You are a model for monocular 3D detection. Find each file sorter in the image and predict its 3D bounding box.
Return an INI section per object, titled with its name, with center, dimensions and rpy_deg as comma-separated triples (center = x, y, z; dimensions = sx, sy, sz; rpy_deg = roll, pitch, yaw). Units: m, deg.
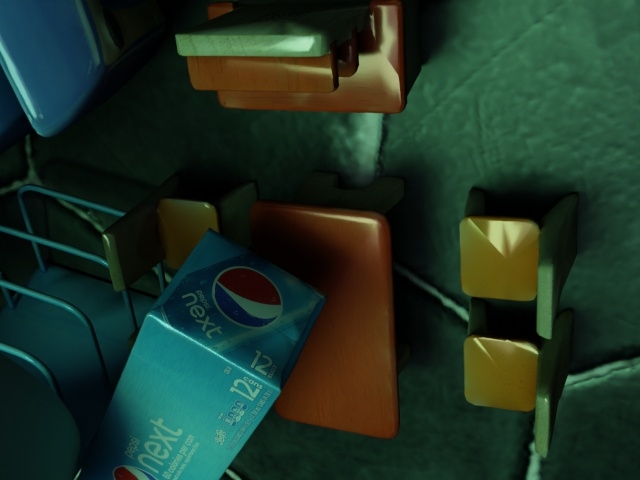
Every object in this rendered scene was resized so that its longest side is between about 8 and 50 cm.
[file sorter]
center = -0.188, 0.061, 0.528
dimensions = 0.118, 0.170, 0.105
rpy_deg = 16, 138, 15

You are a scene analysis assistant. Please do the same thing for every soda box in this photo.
[soda box]
center = -0.075, 0.093, 0.454
dimensions = 0.071, 0.067, 0.210
rpy_deg = 30, 133, -2

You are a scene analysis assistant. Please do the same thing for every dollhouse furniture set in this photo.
[dollhouse furniture set]
center = 0.000, 0.000, 0.451
dimensions = 0.261, 0.135, 0.259
rpy_deg = 5, 118, 21

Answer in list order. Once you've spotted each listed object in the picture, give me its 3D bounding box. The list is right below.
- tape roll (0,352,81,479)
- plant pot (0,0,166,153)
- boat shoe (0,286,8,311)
[tape roll]
center = -0.228, 0.109, 0.380
dimensions = 0.219, 0.072, 0.219
rpy_deg = 3, 141, 2
[plant pot]
center = -0.211, -0.138, 0.401
dimensions = 0.212, 0.236, 0.236
rpy_deg = -20, 109, 6
[boat shoe]
center = -0.347, 0.111, 0.690
dimensions = 0.254, 0.079, 0.095
rpy_deg = -31, 102, 33
